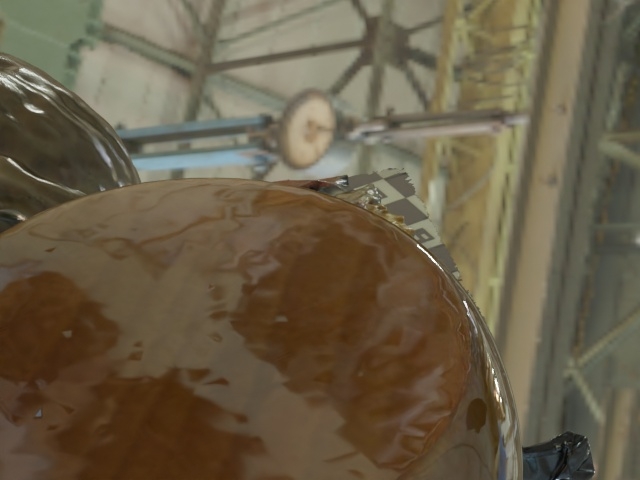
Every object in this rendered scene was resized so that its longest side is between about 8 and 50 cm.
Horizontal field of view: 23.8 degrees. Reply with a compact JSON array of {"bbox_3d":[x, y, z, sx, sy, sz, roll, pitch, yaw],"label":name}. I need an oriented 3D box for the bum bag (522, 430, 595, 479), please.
[{"bbox_3d":[0.152,0.220,1.382,0.049,0.198,0.087,-95,2,-54],"label":"bum bag"}]

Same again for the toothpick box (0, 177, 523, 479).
[{"bbox_3d":[-0.027,0.139,0.425,0.192,0.192,0.294,-39,-38,-38],"label":"toothpick box"}]

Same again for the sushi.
[{"bbox_3d":[0.000,0.000,1.112,0.193,0.279,0.043,-11,-62,-1],"label":"sushi"}]

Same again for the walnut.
[{"bbox_3d":[-0.185,-0.013,0.716,0.231,0.178,0.178,19,-107,-7],"label":"walnut"}]
